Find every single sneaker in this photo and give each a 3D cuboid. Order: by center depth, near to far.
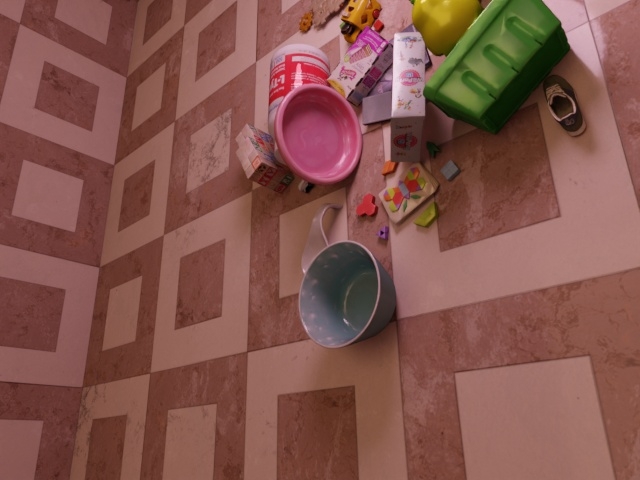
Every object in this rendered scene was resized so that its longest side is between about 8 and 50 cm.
[{"bbox_3d":[0.597,-0.353,1.322,0.064,0.086,0.192,-31,55,33],"label":"sneaker"},{"bbox_3d":[-0.039,-0.219,1.942,0.069,0.038,0.098,32,107,45],"label":"sneaker"}]

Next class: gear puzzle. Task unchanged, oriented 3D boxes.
[{"bbox_3d":[0.033,-0.955,2.153,0.339,0.044,0.175,-31,57,37],"label":"gear puzzle"}]

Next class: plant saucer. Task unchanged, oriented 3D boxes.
[{"bbox_3d":[-0.015,-0.345,1.761,0.084,0.332,0.332,-6,70,57],"label":"plant saucer"}]

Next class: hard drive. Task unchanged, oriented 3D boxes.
[{"bbox_3d":[0.201,-0.442,1.778,0.135,0.022,0.094,-3,84,39],"label":"hard drive"}]

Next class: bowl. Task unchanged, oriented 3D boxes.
[{"bbox_3d":[0.098,0.171,1.562,0.311,0.163,0.311,-19,62,39],"label":"bowl"}]

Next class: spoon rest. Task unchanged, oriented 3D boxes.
[{"bbox_3d":[0.000,0.000,1.784,0.137,0.084,0.276,3,76,45],"label":"spoon rest"}]

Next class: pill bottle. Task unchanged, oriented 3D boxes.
[{"bbox_3d":[-0.077,-0.485,1.939,0.229,0.229,0.408,-19,62,39],"label":"pill bottle"}]

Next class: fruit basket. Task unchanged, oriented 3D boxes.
[{"bbox_3d":[0.410,-0.523,1.427,0.392,0.283,0.392,-4,82,33],"label":"fruit basket"}]

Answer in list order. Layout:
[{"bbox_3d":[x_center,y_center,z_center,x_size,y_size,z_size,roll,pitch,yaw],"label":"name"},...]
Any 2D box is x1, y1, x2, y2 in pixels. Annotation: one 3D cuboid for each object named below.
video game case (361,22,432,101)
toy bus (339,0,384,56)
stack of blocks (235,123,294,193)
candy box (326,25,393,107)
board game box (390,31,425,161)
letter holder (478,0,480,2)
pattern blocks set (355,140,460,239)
[{"bbox_3d":[0.240,-0.593,1.816,0.274,0.026,0.196,-30,56,33],"label":"video game case"},{"bbox_3d":[0.126,-0.810,1.953,0.191,0.104,0.202,-22,60,38],"label":"toy bus"},{"bbox_3d":[-0.237,-0.332,2.082,0.087,0.171,0.297,-47,47,21],"label":"stack of blocks"},{"bbox_3d":[0.144,-0.604,1.845,0.233,0.071,0.159,-52,46,18],"label":"candy box"},{"bbox_3d":[0.255,-0.418,1.569,0.097,0.224,0.303,0,65,7],"label":"board game box"},{"bbox_3d":[0.398,-0.850,1.617,0.152,0.214,0.302,15,85,47],"label":"letter holder"},{"bbox_3d":[0.262,-0.148,1.621,0.325,0.026,0.285,-54,46,15],"label":"pattern blocks set"}]
